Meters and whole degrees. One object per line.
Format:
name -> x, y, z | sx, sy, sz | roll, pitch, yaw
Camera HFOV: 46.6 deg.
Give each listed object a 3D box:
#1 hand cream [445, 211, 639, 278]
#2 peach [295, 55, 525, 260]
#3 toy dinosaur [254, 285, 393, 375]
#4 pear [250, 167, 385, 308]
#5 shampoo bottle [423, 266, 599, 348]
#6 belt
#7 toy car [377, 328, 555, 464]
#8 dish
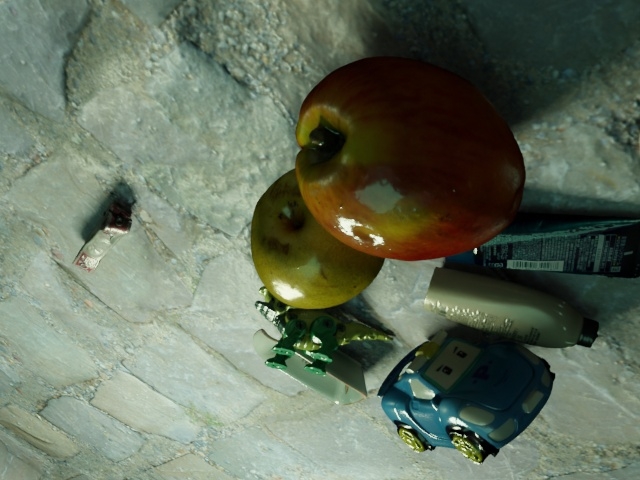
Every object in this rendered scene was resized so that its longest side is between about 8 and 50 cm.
hand cream -> 0.309, 0.005, 1.036 | 0.271, 0.061, 0.120 | 5, 137, 17
peach -> 0.107, -0.095, 0.900 | 0.281, 0.281, 0.238 | 11, 94, 19
toy dinosaur -> 0.002, 0.167, 1.317 | 0.259, 0.153, 0.094 | 19, 142, -4
pear -> 0.000, 0.000, 1.083 | 0.209, 0.208, 0.208 | 15, 139, 14
shampoo bottle -> 0.290, 0.108, 1.131 | 0.257, 0.078, 0.127 | 18, 149, 13
belt -> -0.413, -0.004, 1.411 | 0.053, 0.071, 0.232 | 33, 143, -17
toy car -> 0.221, 0.230, 1.186 | 0.166, 0.198, 0.314 | 51, 156, -9
dish -> -0.018, 0.227, 1.424 | 0.234, 0.064, 0.154 | 32, 155, -8
